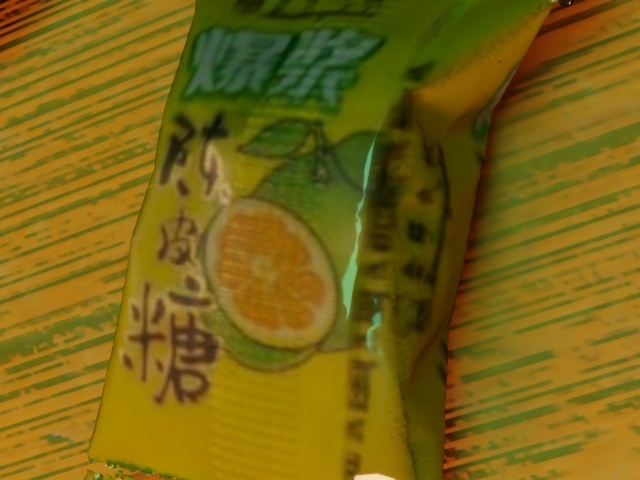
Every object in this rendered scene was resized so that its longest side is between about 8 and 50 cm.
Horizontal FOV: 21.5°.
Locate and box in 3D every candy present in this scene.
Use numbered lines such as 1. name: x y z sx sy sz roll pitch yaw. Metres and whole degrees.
1. candy: 0.000 0.000 0.686 0.187 0.081 0.297 8 82 30
